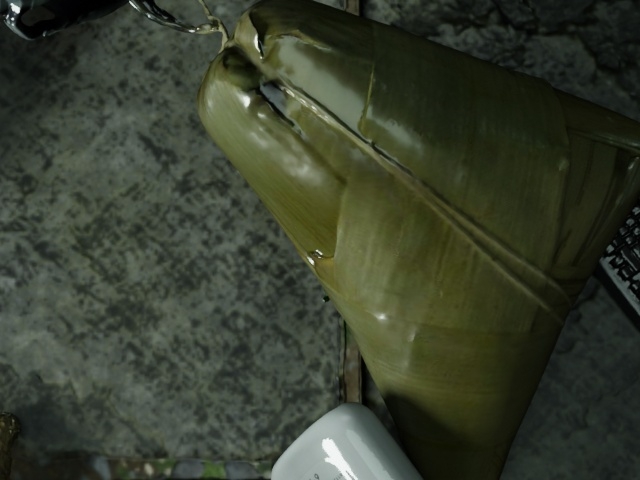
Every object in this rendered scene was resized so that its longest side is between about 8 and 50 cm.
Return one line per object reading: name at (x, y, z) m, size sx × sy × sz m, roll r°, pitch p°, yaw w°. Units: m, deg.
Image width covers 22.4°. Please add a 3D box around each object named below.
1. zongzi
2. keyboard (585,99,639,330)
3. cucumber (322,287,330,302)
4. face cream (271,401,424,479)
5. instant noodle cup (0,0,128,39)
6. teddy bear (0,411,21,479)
zongzi at (0.000, 0.000, 1.245) m, size 0.447 × 0.181 × 0.418 m, roll 21°, pitch 89°, yaw -10°
keyboard at (0.260, -0.010, 1.364) m, size 0.093 × 0.025 × 0.230 m, roll -35°, pitch 77°, yaw -7°
cucumber at (0.027, -0.017, 1.357) m, size 0.037 × 0.037 × 0.155 m, roll 19°, pitch 75°, yaw 5°
face cream at (0.076, 0.263, 1.225) m, size 0.071 × 0.144 × 0.291 m, roll -27°, pitch 72°, yaw -36°
instant noodle cup at (-0.231, -0.335, 1.354) m, size 0.181 × 0.258 × 0.302 m, roll 31°, pitch 75°, yaw 23°
teddy bear at (-0.273, 0.211, 1.265) m, size 0.119 × 0.078 × 0.160 m, roll -6°, pitch 73°, yaw -6°
